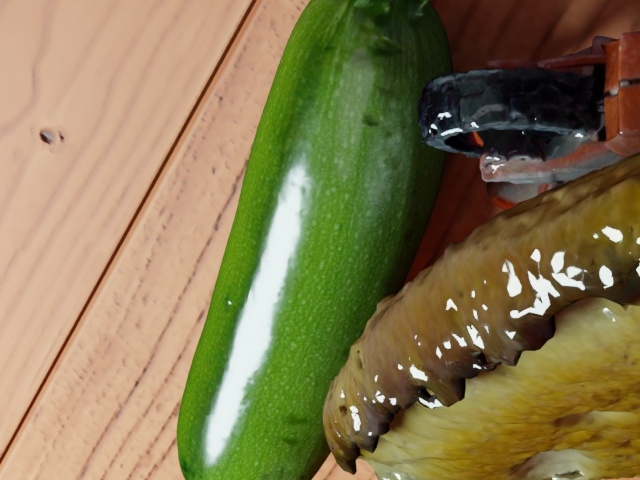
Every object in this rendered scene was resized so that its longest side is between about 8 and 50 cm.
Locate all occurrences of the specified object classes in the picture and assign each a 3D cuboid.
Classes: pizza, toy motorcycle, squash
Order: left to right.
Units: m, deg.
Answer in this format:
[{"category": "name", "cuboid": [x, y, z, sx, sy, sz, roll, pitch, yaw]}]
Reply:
[{"category": "squash", "cuboid": [0.000, 0.000, 0.938, 0.101, 0.101, 0.378, 20, 122, 7]}, {"category": "toy motorcycle", "cuboid": [0.195, -0.050, 0.816, 0.298, 0.171, 0.089, -3, 82, 24]}, {"category": "pizza", "cuboid": [0.192, 0.025, 0.759, 0.435, 0.080, 0.392, -8, 160, 7]}]
